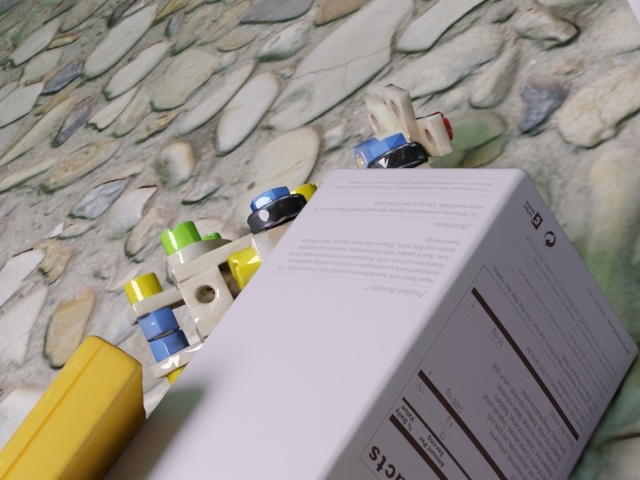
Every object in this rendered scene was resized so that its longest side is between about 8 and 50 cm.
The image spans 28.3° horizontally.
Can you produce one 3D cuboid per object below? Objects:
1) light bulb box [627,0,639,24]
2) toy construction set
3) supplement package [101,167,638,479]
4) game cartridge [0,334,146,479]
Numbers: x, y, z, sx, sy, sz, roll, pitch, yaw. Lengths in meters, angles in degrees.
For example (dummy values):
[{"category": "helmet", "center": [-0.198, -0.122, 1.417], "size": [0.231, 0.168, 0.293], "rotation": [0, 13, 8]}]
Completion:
[{"category": "light bulb box", "center": [0.340, -0.209, 0.644], "size": [0.358, 0.361, 0.225], "rotation": [-23, 14, 35]}, {"category": "toy construction set", "center": [0.000, 0.000, 1.020], "size": [0.327, 0.151, 0.215], "rotation": [-39, -6, -15]}, {"category": "supplement package", "center": [0.032, 0.117, 0.790], "size": [0.177, 0.175, 0.293], "rotation": [4, 50, 49]}, {"category": "game cartridge", "center": [-0.206, 0.236, 0.806], "size": [0.052, 0.324, 0.285], "rotation": [29, 62, 10]}]
